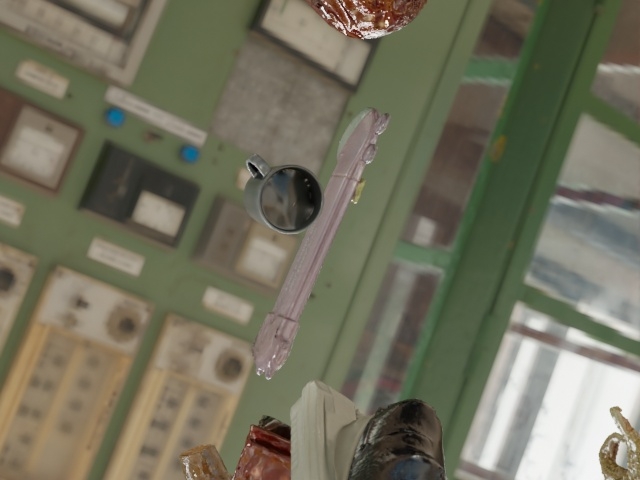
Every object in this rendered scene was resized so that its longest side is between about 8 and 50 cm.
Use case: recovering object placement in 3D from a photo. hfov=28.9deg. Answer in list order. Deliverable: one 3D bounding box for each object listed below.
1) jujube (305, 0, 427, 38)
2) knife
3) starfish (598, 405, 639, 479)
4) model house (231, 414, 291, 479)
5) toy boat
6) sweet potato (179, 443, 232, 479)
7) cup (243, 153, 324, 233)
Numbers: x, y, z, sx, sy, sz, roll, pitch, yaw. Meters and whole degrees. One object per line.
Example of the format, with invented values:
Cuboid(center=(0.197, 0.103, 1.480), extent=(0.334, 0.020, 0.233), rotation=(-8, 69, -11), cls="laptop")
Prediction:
Cuboid(center=(0.020, -0.333, 1.176), extent=(0.197, 0.197, 0.290), rotation=(16, 140, 41), cls="jujube")
Cuboid(center=(0.001, 0.000, 1.679), extent=(0.038, 0.399, 0.132), rotation=(27, 173, -18), cls="knife")
Cuboid(center=(0.346, 0.280, 1.343), extent=(0.053, 0.210, 0.150), rotation=(-18, -174, -23), cls="starfish")
Cuboid(center=(-0.024, 0.325, 1.226), extent=(0.196, 0.254, 0.160), rotation=(22, 173, 10), cls="model house")
Cuboid(center=(0.055, 0.201, 0.848), extent=(0.140, 0.141, 0.269), rotation=(23, -162, -22), cls="toy boat")
Cuboid(center=(-0.107, 0.398, 1.584), extent=(0.059, 0.281, 0.067), rotation=(-21, -177, -13), cls="sweet potato")
Cuboid(center=(-0.052, -0.058, 1.408), extent=(0.100, 0.078, 0.077), rotation=(54, 166, -17), cls="cup")
